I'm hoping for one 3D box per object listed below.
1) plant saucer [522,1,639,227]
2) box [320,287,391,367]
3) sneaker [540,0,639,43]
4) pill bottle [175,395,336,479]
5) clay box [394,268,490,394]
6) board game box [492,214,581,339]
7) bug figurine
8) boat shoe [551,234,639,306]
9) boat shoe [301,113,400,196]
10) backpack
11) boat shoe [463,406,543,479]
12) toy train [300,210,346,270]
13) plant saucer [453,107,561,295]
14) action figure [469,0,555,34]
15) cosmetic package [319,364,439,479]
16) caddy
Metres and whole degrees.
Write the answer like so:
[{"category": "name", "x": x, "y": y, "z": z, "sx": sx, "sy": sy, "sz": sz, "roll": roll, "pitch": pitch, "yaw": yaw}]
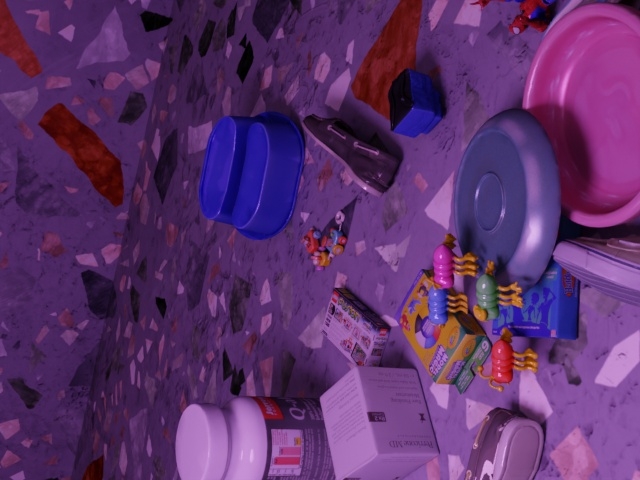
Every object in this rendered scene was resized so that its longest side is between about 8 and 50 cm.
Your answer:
[{"category": "plant saucer", "x": 0.434, "y": -0.187, "z": 1.366, "sx": 0.332, "sy": 0.084, "sz": 0.332, "roll": 174, "pitch": 90, "yaw": -67}, {"category": "box", "x": 0.074, "y": 0.196, "z": 1.991, "sx": 0.207, "sy": 0.036, "sz": 0.114, "roll": 40, "pitch": 117, "yaw": 56}, {"category": "sneaker", "x": 0.434, "y": -0.337, "z": 1.455, "sx": 0.228, "sy": 0.087, "sz": 0.092, "roll": -60, "pitch": 44, "yaw": 40}, {"category": "pill bottle", "x": -0.103, "y": 0.434, "z": 1.912, "sx": 0.210, "sy": 0.363, "sz": 0.210, "roll": -20, "pitch": 66, "yaw": 56}, {"category": "clay box", "x": 0.228, "y": 0.171, "z": 1.716, "sx": 0.127, "sy": 0.053, "sz": 0.222, "roll": -64, "pitch": 34, "yaw": 27}, {"category": "board game box", "x": 0.360, "y": 0.058, "z": 1.521, "sx": 0.160, "sy": 0.047, "sz": 0.210, "roll": -8, "pitch": 76, "yaw": 60}, {"category": "bug figurine", "x": 0.250, "y": 0.115, "z": 1.532, "sx": 0.279, "sy": 0.072, "sz": 0.216, "roll": 43, "pitch": 148, "yaw": 51}, {"category": "boat shoe", "x": 0.468, "y": 0.039, "z": 1.314, "sx": 0.094, "sy": 0.109, "sz": 0.302, "roll": -57, "pitch": 34, "yaw": -6}, {"category": "boat shoe", "x": 0.072, "y": -0.215, "z": 2.038, "sx": 0.095, "sy": 0.112, "sz": 0.335, "roll": -53, "pitch": 43, "yaw": 12}, {"category": "backpack", "x": 0.190, "y": -0.279, "z": 1.840, "sx": 0.098, "sy": 0.101, "sz": 0.120, "roll": -43, "pitch": 44, "yaw": 45}, {"category": "boat shoe", "x": 0.282, "y": 0.430, "z": 1.515, "sx": 0.091, "sy": 0.109, "sz": 0.305, "roll": 22, "pitch": 96, "yaw": 60}, {"category": "toy train", "x": 0.000, "y": 0.000, "z": 2.154, "sx": 0.166, "sy": 0.046, "sz": 0.125, "roll": -41, "pitch": 50, "yaw": 49}, {"category": "plant saucer", "x": 0.298, "y": -0.063, "z": 1.522, "sx": 0.317, "sy": 0.044, "sz": 0.317, "roll": -179, "pitch": 90, "yaw": -72}, {"category": "action figure", "x": 0.356, "y": -0.419, "z": 1.513, "sx": 0.280, "sy": 0.139, "sz": 0.091, "roll": 122, "pitch": 129, "yaw": -67}, {"category": "cosmetic package", "x": 0.111, "y": 0.361, "z": 1.774, "sx": 0.151, "sy": 0.151, "sz": 0.183, "roll": -49, "pitch": 45, "yaw": 43}, {"category": "caddy", "x": -0.168, "y": -0.171, "z": 2.362, "sx": 0.241, "sy": 0.179, "sz": 0.341, "roll": 17, "pitch": 99, "yaw": 36}]
